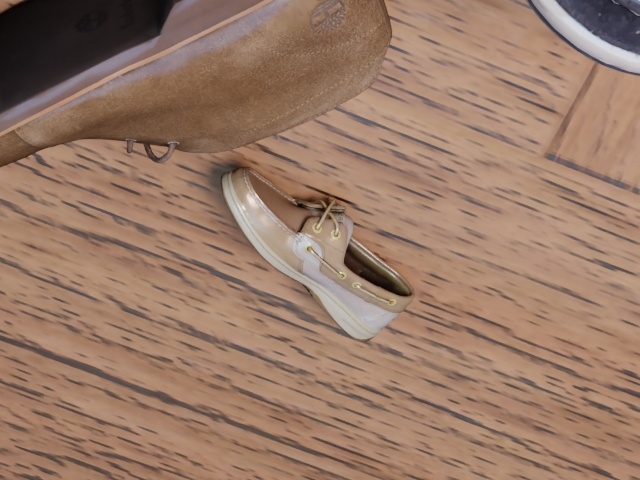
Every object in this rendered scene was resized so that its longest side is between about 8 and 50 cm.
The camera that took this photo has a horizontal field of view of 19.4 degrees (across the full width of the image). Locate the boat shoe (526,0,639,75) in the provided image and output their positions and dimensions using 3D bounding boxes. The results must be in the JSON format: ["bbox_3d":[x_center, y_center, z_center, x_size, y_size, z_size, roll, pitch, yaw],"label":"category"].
[{"bbox_3d":[0.203,-0.291,0.676,0.187,0.156,0.500,24,104,-6],"label":"boat shoe"}]

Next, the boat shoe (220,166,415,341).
[{"bbox_3d":[0.000,0.000,1.038,0.045,0.050,0.135,-34,124,21],"label":"boat shoe"}]

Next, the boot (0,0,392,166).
[{"bbox_3d":[-0.107,-0.073,0.972,0.305,0.112,0.115,-22,129,17],"label":"boot"}]
